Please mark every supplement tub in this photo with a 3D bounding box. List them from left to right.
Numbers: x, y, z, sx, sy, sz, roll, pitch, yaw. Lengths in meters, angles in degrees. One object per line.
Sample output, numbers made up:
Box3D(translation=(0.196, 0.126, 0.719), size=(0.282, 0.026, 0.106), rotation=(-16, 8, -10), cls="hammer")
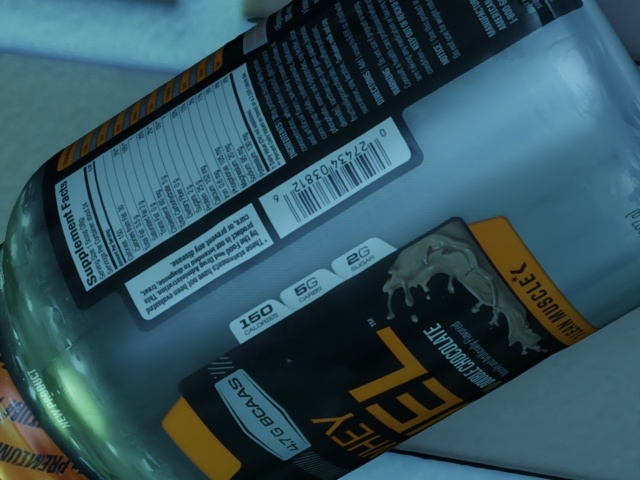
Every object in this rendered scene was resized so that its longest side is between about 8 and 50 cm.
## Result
Box3D(translation=(0.000, 0.000, 0.787), size=(0.338, 0.207, 0.207), rotation=(-31, 86, 13), cls="supplement tub")
